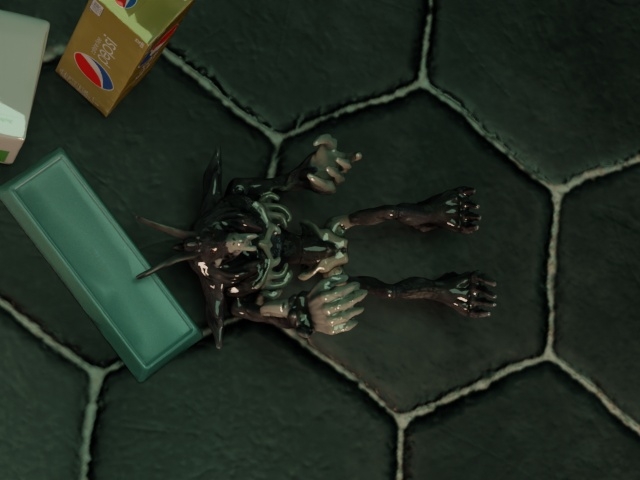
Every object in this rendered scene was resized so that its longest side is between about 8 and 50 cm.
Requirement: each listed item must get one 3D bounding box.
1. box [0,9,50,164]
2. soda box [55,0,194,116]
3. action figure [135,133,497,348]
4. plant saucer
[{"bbox_3d":[-0.271,-0.123,1.391,0.101,0.087,0.102,12,74,-14],"label":"box"},{"bbox_3d":[-0.151,-0.159,1.386,0.058,0.181,0.061,42,69,-4],"label":"soda box"},{"bbox_3d":[0.000,0.000,1.423,0.276,0.141,0.164,0,79,-21],"label":"action figure"},{"bbox_3d":[-0.173,0.017,1.429,0.067,0.018,0.192,-37,90,-21],"label":"plant saucer"}]
